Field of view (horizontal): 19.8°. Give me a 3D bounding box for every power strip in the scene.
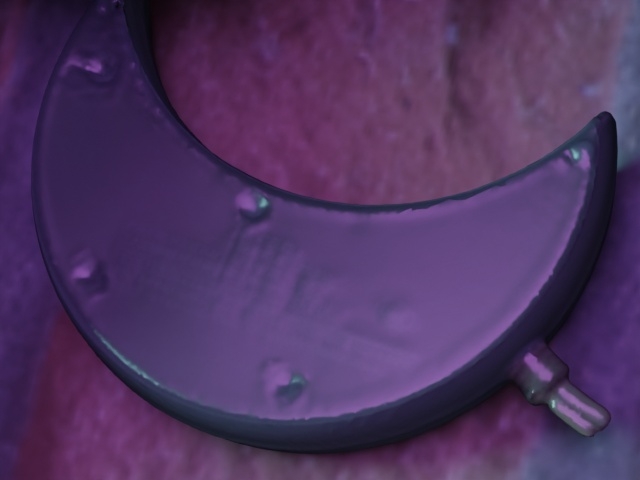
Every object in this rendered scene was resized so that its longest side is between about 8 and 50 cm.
[{"bbox_3d":[0.000,0.000,0.694,0.253,0.054,0.167,21,79,18],"label":"power strip"}]
